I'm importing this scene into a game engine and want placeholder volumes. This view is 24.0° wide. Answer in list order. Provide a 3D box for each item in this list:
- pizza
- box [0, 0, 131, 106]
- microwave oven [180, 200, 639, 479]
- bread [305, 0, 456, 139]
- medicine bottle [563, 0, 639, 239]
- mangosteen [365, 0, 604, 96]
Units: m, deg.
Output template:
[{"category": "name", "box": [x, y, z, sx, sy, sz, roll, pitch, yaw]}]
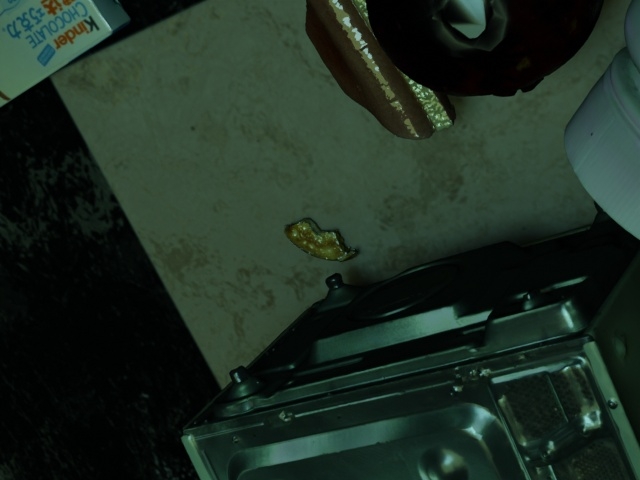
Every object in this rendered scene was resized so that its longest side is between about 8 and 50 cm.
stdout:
[{"category": "pizza", "box": [0.000, 0.000, 1.483, 0.083, 0.016, 0.037, 20, 123, 20]}, {"category": "box", "box": [-0.359, -0.264, 1.502, 0.273, 0.048, 0.265, -25, 102, 32]}, {"category": "microwave oven", "box": [0.135, 0.140, 1.305, 0.394, 0.333, 0.247, -17, 102, 32]}, {"category": "bread", "box": [0.040, -0.179, 1.328, 0.192, 0.067, 0.119, 58, 167, -14]}, {"category": "medicine bottle", "box": [0.355, -0.172, 1.103, 0.213, 0.213, 0.379, 36, 125, 5]}, {"category": "mangosteen", "box": [0.128, -0.213, 1.204, 0.209, 0.210, 0.210, 11, 119, 21]}]
